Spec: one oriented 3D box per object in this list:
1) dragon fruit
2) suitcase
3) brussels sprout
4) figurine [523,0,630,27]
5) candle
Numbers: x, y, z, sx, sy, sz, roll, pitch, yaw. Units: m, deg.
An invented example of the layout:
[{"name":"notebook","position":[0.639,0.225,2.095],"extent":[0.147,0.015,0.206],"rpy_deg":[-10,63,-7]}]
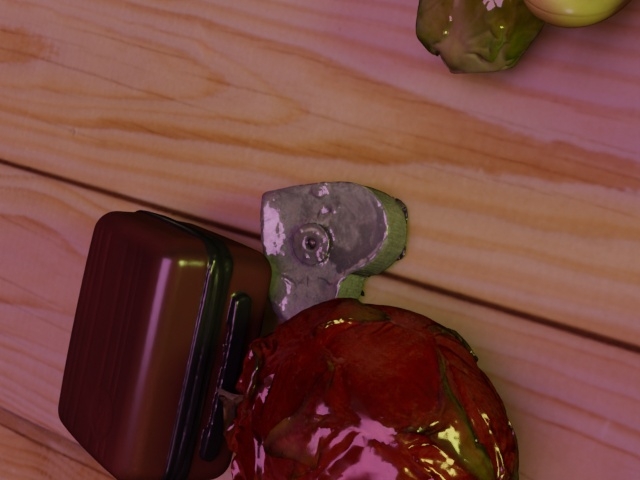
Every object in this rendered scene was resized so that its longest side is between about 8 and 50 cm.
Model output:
[{"name":"dragon fruit","position":[0.049,0.202,0.865],"extent":[0.342,0.277,0.278],"rpy_deg":[13,94,26]},{"name":"suitcase","position":[-0.190,0.123,1.010],"extent":[0.236,0.161,0.297],"rpy_deg":[20,99,51]},{"name":"brussels sprout","position":[0.179,-0.254,0.898],"extent":[0.155,0.117,0.155],"rpy_deg":[13,109,42]},{"name":"figurine","position":[0.285,-0.341,0.769],"extent":[0.124,0.222,0.325],"rpy_deg":[29,79,21]},{"name":"candle","position":[0.000,0.000,1.004],"extent":[0.168,0.068,0.192],"rpy_deg":[44,104,23]}]
